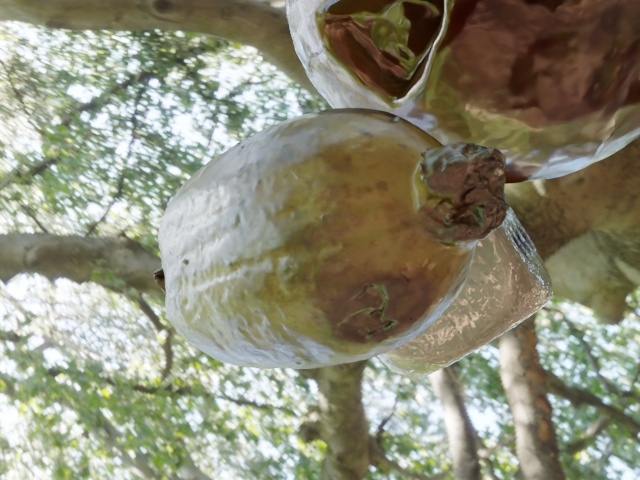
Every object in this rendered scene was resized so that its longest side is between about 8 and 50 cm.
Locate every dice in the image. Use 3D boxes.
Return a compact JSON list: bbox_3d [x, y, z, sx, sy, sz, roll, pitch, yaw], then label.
[{"bbox_3d":[0.129,0.028,1.070,0.192,0.193,0.194,-32,-98,18],"label":"dice"}]

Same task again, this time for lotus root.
[{"bbox_3d":[0.000,0.000,0.563,0.128,0.260,0.145,-14,-94,-48],"label":"lotus root"}]

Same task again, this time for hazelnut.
[{"bbox_3d":[0.183,-0.239,0.834,0.429,0.402,0.402,-37,-61,-13],"label":"hazelnut"}]
